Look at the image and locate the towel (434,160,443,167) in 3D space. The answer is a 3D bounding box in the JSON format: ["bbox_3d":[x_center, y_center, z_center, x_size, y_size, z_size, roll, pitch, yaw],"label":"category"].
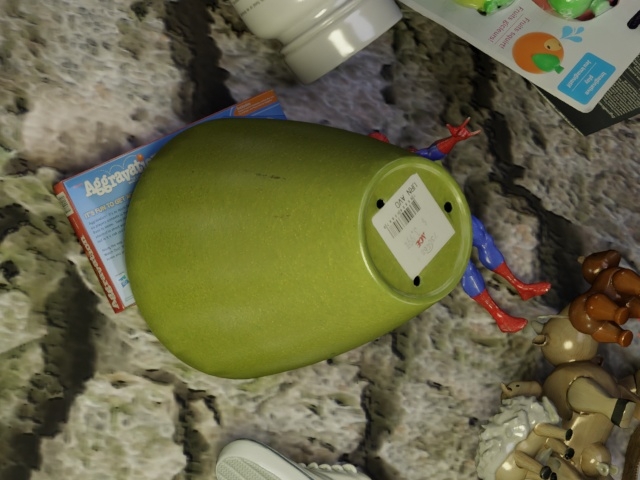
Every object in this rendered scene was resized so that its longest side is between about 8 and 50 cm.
[{"bbox_3d":[0.107,-0.073,1.910,0.083,0.009,0.060,-8,80,-34],"label":"towel"}]

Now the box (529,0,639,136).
[{"bbox_3d":[0.375,-0.235,2.003,0.108,0.207,0.153,43,57,-16],"label":"box"}]

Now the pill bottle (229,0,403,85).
[{"bbox_3d":[-0.045,-0.319,1.796,0.160,0.160,0.283,-40,98,-33],"label":"pill bottle"}]

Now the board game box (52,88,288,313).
[{"bbox_3d":[-0.129,-0.046,1.746,0.281,0.027,0.145,-27,93,-34],"label":"board game box"}]

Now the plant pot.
[{"bbox_3d":[0.000,0.000,1.623,0.275,0.293,0.274,3,85,-35],"label":"plant pot"}]

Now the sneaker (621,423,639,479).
[{"bbox_3d":[0.394,0.272,1.966,0.067,0.042,0.118,24,72,-20],"label":"sneaker"}]

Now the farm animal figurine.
[{"bbox_3d":[0.310,0.164,1.866,0.330,0.172,0.326,38,78,-45],"label":"farm animal figurine"}]

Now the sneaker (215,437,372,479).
[{"bbox_3d":[0.002,0.269,1.710,0.258,0.094,0.091,39,41,-21],"label":"sneaker"}]

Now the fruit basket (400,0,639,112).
[{"bbox_3d":[0.246,-0.342,1.894,0.353,0.165,0.327,32,64,23],"label":"fruit basket"}]

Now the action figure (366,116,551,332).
[{"bbox_3d":[0.163,-0.026,1.850,0.280,0.139,0.091,44,59,-14],"label":"action figure"}]
